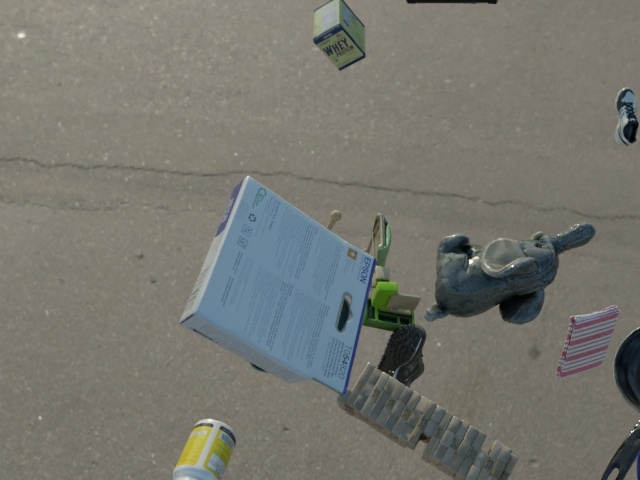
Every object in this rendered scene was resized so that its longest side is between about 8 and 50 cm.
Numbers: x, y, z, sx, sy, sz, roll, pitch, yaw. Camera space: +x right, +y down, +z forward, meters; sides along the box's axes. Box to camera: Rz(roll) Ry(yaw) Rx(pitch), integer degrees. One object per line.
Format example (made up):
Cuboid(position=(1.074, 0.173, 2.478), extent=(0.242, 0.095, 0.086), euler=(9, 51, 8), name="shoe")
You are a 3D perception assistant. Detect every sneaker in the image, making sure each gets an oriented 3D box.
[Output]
Cuboid(position=(0.440, -0.176, 1.024), extent=(0.032, 0.083, 0.037), euler=(-5, 10, -2), name="sneaker")
Cuboid(position=(0.259, 0.350, 2.140), extent=(0.124, 0.283, 0.107), euler=(2, 41, -30), name="sneaker")

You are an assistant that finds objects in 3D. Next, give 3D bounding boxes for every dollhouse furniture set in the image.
Cuboid(position=(0.219, 0.095, 2.146), extent=(0.151, 0.197, 0.301), euler=(10, 48, -8), name="dollhouse furniture set")

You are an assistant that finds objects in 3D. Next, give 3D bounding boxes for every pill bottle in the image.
Cuboid(position=(-0.295, 0.560, 1.790), extent=(0.119, 0.119, 0.208), euler=(12, 38, 8), name="pill bottle")

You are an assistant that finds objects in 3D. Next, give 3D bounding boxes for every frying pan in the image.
Cuboid(position=(0.568, 0.269, 1.150), extent=(0.197, 0.053, 0.326), euler=(0, 54, 30), name="frying pan")

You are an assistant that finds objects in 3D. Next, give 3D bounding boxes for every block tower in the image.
Cuboid(position=(0.196, 0.353, 1.341), extent=(0.335, 0.091, 0.097), euler=(28, 70, 17), name="block tower")

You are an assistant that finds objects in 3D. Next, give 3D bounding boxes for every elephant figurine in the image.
Cuboid(position=(0.323, 0.053, 1.224), extent=(0.239, 0.186, 0.169), euler=(-4, -12, 39), name="elephant figurine")

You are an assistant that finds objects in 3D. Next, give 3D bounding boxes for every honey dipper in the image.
Cuboid(position=(0.000, 0.000, 1.205), extent=(0.031, 0.160, 0.030), euler=(11, 52, -14), name="honey dipper")

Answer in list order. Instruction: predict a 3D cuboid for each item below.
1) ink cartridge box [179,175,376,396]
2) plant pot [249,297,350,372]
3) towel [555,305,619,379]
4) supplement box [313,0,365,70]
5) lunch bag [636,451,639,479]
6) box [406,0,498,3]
Cuboid(position=(-0.044, 0.061, 0.923), extent=(0.224, 0.045, 0.223), euler=(33, 50, -20), name="ink cartridge box")
Cuboid(position=(-0.097, 0.173, 1.862), extent=(0.293, 0.293, 0.196), euler=(-20, 53, -24), name="plant pot")
Cuboid(position=(0.670, 0.258, 1.815), extent=(0.144, 0.197, 0.029), euler=(-10, 34, -21), name="towel")
Cuboid(position=(0.033, -0.359, 1.250), extent=(0.056, 0.083, 0.083), euler=(-22, 49, 30), name="supplement box")
Cuboid(position=(0.308, 0.188, 0.523), extent=(0.129, 0.151, 0.096), euler=(-6, 54, 12), name="lunch bag")
Cuboid(position=(0.229, -0.478, 1.192), extent=(0.156, 0.093, 0.158), euler=(8, 59, 23), name="box")
